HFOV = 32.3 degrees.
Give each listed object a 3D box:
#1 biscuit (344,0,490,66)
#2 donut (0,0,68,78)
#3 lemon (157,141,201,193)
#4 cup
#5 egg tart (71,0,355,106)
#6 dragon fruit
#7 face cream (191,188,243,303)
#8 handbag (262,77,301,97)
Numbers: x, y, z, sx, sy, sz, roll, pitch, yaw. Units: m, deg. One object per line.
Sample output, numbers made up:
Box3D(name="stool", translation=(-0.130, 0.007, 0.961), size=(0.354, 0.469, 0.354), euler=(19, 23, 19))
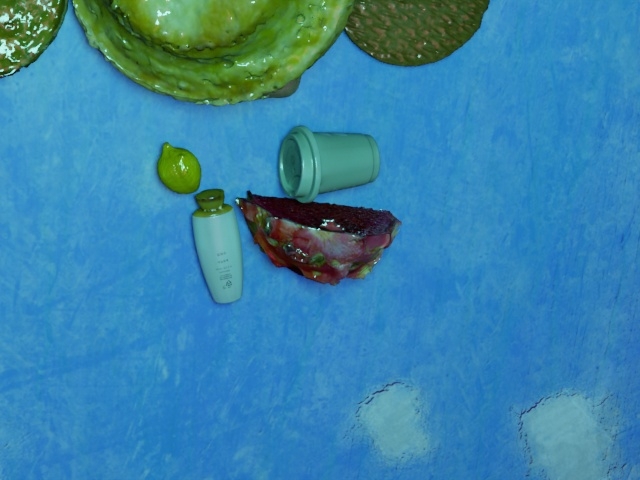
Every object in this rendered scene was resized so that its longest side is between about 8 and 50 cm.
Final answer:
Box3D(name="biscuit", translation=(0.140, -0.395, 1.695), size=(0.261, 0.037, 0.262), euler=(-5, 109, -15))
Box3D(name="donut", translation=(-0.482, -0.352, 1.505), size=(0.272, 0.107, 0.272), euler=(-7, 114, -15))
Box3D(name="lemon", translation=(-0.215, -0.109, 1.676), size=(0.065, 0.065, 0.092), euler=(-33, 118, -3))
Box3D(name="cup", translation=(0.016, -0.120, 1.714), size=(0.141, 0.120, 0.120), euler=(-4, 109, -23))
Box3D(name="egg tart", translation=(-0.160, -0.390, 1.479), size=(0.443, 0.178, 0.443), euler=(2, 107, 8))
Box3D(name="dragon fruit", translation=(-0.001, 0.012, 1.724), size=(0.274, 0.161, 0.126), euler=(7, 103, -20))
Box3D(name="face cream", translation=(-0.160, 0.009, 1.738), size=(0.072, 0.051, 0.182), euler=(-13, 112, -10))
Box3D(name="handbag", translation=(-0.086, -0.308, 1.643), size=(0.151, 0.072, 0.193), euler=(6, 105, -18))
